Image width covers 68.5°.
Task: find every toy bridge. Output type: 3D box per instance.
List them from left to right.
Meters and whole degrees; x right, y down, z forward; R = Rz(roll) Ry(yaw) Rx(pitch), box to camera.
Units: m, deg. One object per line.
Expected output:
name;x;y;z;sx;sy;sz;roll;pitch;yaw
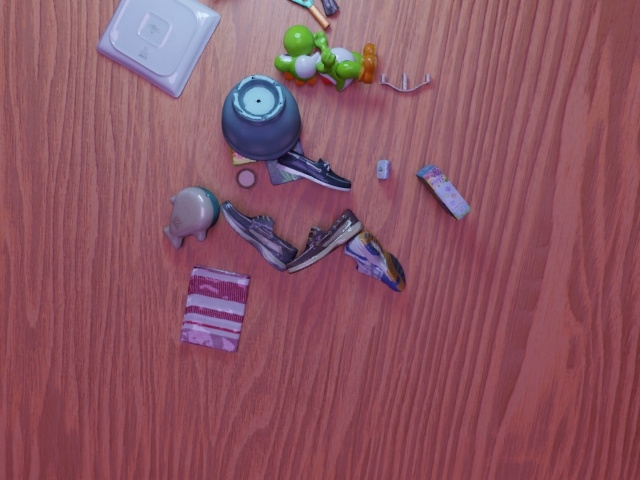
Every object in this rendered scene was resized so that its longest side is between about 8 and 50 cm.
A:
toy bridge;0.313;-0.586;1.750;0.188;0.026;0.063;-1;101;1

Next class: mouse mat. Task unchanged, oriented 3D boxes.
mouse mat;-0.138;-0.318;1.807;0.153;0.007;0.189;-15;100;2

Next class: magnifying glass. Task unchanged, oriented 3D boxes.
magnifying glass;-0.049;-0.864;1.699;0.092;0.026;0.231;-41;96;8

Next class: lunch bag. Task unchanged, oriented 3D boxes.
lunch bag;0.239;-0.269;1.775;0.053;0.083;0.071;3;100;-1

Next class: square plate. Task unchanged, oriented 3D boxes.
square plate;-0.596;-0.761;1.710;0.347;0.049;0.344;31;98;-5

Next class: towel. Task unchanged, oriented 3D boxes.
towel;-0.426;0.279;1.894;0.237;0.037;0.328;11;99;-3

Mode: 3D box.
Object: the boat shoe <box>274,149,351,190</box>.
boat shoe;-0.017;-0.266;1.758;0.303;0.114;0.091;18;102;-8

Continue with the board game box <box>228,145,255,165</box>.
board game box;-0.303;-0.380;1.777;0.092;0.043;0.181;-12;99;2

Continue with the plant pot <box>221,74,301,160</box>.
plant pot;-0.210;-0.449;1.639;0.293;0.196;0.293;1;78;-4

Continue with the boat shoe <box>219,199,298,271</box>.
boat shoe;-0.231;-0.037;1.806;0.130;0.132;0.355;-46;106;-3

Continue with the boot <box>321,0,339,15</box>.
boot;0.047;-0.880;1.694;0.106;0.037;0.114;-24;96;17

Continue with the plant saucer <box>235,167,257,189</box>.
plant saucer;-0.285;-0.239;1.815;0.084;0.015;0.083;0;100;1

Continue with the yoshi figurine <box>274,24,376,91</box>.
yoshi figurine;0.016;-0.667;1.665;0.362;0.203;0.202;4;84;2

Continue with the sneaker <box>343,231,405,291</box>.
sneaker;0.214;0.095;1.841;0.131;0.112;0.296;-30;108;34

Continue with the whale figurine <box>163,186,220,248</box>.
whale figurine;-0.490;-0.086;1.797;0.216;0.141;0.272;51;119;11

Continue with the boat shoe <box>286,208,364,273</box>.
boat shoe;0.000;0.000;1.796;0.342;0.123;0.123;-34;88;-6

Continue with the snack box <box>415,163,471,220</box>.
snack box;0.453;-0.183;1.744;0.070;0.174;0.207;-39;98;9
